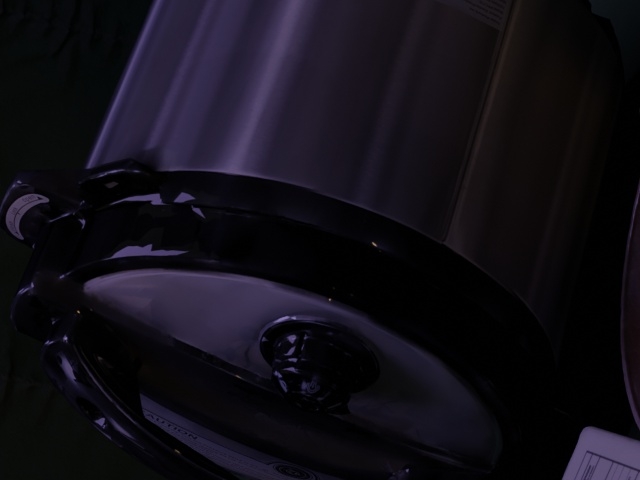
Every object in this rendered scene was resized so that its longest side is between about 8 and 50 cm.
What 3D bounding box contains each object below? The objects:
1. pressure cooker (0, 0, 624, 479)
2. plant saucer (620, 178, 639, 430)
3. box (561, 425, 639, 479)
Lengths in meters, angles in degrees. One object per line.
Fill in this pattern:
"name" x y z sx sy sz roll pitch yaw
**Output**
"pressure cooker" 0.000 -0.003 1.270 0.375 0.370 0.420 55 -137 -48
"plant saucer" 0.253 -0.018 1.013 0.310 0.050 0.310 -166 90 -78
"box" 0.189 0.189 0.847 0.148 0.127 0.232 -67 11 -4
